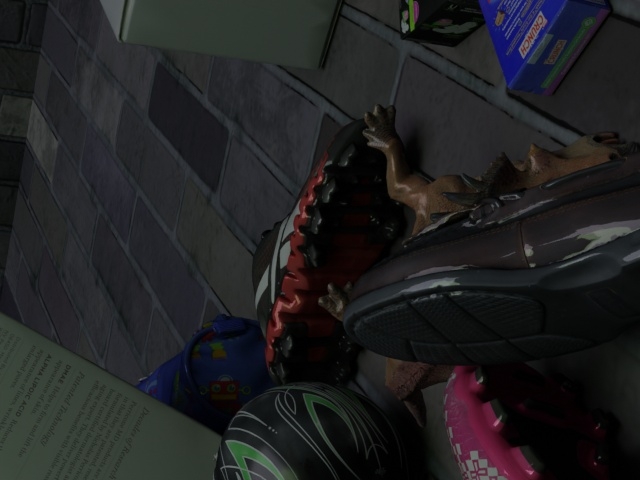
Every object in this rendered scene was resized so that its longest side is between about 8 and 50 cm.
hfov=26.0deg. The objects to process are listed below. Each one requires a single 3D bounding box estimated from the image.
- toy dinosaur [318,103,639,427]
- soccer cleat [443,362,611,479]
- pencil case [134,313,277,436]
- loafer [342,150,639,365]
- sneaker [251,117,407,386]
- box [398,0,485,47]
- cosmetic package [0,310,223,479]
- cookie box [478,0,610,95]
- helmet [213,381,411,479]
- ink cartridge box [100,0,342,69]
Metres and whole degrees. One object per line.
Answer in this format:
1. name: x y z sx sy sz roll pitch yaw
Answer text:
1. toy dinosaur: 0.094 0.032 0.992 0.200 0.127 0.295 -122 45 -59
2. soccer cleat: 0.131 0.194 0.845 0.143 0.116 0.331 -64 22 21
3. pencil case: -0.138 0.177 1.525 0.306 0.119 0.133 -42 63 57
4. loafer: 0.150 0.005 0.827 0.303 0.109 0.095 -15 51 36
5. sneaker: -0.001 0.000 1.269 0.135 0.098 0.276 -122 41 -52
6. box: 0.104 -0.203 1.128 0.083 0.052 0.062 148 123 -61
7. cosmetic package: -0.219 0.227 1.347 0.217 0.385 0.156 -22 41 63
8. cookie box: 0.159 -0.175 1.006 0.092 0.040 0.107 122 146 -46
9. helmet: -0.007 0.197 1.157 0.169 0.169 0.161 -35 67 61
10. ink cartridge box: -0.127 -0.310 1.484 0.307 0.223 0.129 -120 41 -54
